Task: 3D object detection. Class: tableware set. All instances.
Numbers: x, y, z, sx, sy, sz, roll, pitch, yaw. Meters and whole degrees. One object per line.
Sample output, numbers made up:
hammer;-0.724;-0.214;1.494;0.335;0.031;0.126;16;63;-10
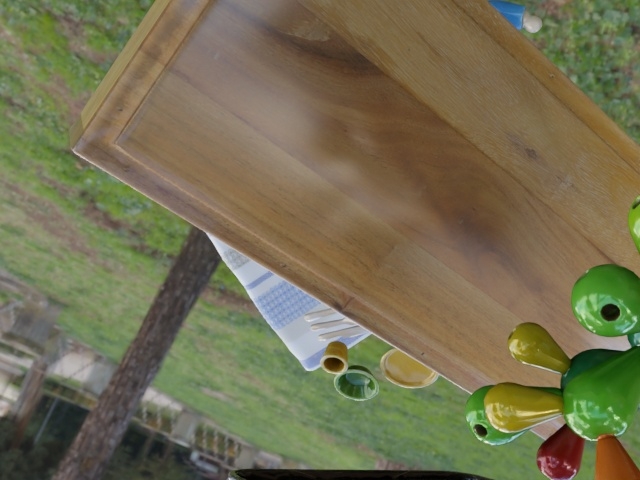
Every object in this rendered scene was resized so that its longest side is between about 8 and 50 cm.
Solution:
tableware set;0.068;0.083;0.596;0.154;0.024;0.104;-16;123;24

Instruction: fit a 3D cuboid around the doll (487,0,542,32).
doll;0.153;-0.159;0.715;0.129;0.046;0.189;-30;108;29

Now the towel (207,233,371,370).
towel;0.000;0.000;0.893;0.285;0.209;0.034;57;178;-25

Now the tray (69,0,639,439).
tray;0.075;-0.035;0.504;0.411;0.203;0.076;33;-176;-24

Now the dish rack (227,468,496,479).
dish rack;0.088;0.189;0.420;0.208;0.074;0.271;9;174;-31

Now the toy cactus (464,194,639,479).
toy cactus;0.176;0.050;0.343;0.180;0.112;0.219;22;122;-40
